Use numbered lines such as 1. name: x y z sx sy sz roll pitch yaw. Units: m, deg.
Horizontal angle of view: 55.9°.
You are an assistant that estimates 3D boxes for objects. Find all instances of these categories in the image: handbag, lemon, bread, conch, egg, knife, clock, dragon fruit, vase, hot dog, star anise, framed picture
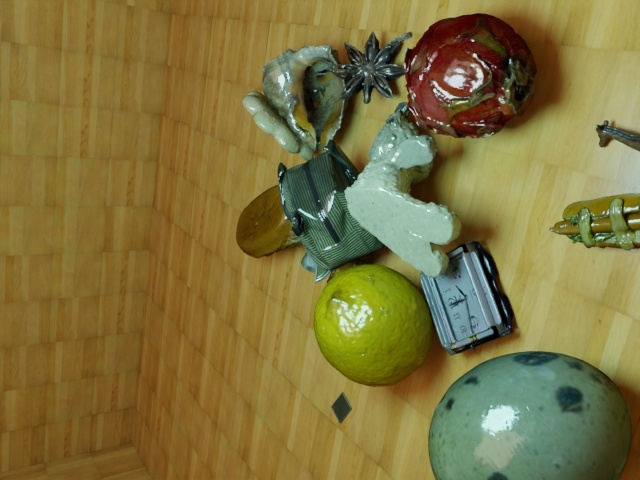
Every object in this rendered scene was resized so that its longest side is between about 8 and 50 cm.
1. handbag: 0.021 -0.107 1.707 0.247 0.240 0.341 -23 47 9
2. lemon: 0.141 0.223 1.589 0.336 0.335 0.337 4 95 54
3. bread: -0.130 -0.382 1.974 0.054 0.316 0.316 -45 54 17
4. conch: -0.015 -0.462 1.886 0.297 0.210 0.352 -29 90 40
5. egg: 0.412 0.399 1.216 0.428 0.344 0.345 -55 50 35
6. knife: 0.036 -0.030 1.854 0.061 0.027 0.343 8 71 17
7. clock: 0.359 0.146 1.490 0.186 0.083 0.253 -37 62 49
8. bread: -0.152 -0.063 2.095 0.388 0.183 0.236 -35 62 49
9. dragon fruit: 0.328 -0.367 1.354 0.342 0.277 0.278 3 94 56
10. vase: 0.000 0.000 1.971 0.096 0.096 0.219 50 133 40
11. hot dog: 0.578 -0.035 1.182 0.269 0.072 0.109 -6 103 54
12. star anise: 0.151 -0.490 1.707 0.262 0.081 0.230 -41 69 6
13. framed picture: 0.068 0.547 1.974 0.066 0.006 0.089 58 134 35

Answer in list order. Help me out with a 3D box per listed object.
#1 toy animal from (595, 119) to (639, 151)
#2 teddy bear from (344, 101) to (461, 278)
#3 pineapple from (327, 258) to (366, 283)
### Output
1. toy animal: 0.628 -0.164 1.116 0.230 0.066 0.224 59 166 13
2. teddy bear: 0.251 -0.158 1.542 0.375 0.362 0.328 31 144 22
3. pineapple: 0.114 0.122 1.832 0.164 0.140 0.250 4 116 13
